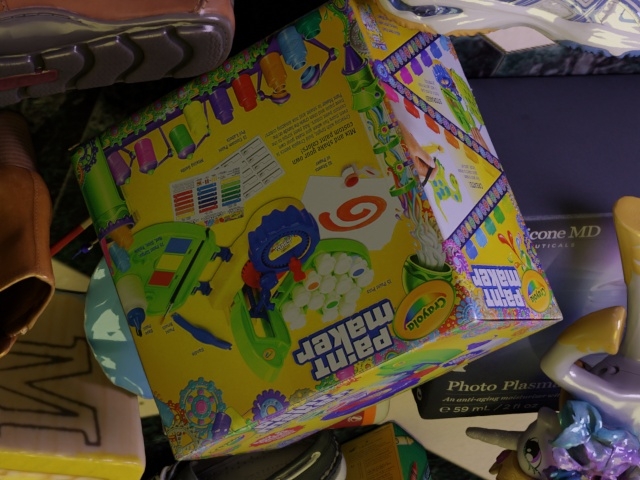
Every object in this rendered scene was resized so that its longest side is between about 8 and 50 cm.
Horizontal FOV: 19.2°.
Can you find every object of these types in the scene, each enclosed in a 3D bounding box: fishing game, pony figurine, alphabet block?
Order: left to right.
[{"bbox_3d":[-0.290,0.176,1.799,0.193,0.197,0.192,8,137,-22],"label":"alphabet block"},{"bbox_3d":[-0.132,0.056,1.747,0.189,0.041,0.264,-40,118,-7],"label":"fishing game"},{"bbox_3d":[0.326,0.166,1.643,0.351,0.302,0.363,25,139,4],"label":"pony figurine"}]

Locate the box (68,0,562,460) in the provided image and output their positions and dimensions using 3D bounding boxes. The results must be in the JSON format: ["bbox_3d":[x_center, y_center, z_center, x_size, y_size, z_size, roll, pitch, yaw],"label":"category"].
[{"bbox_3d":[-0.007,-0.005,1.536,0.290,0.279,0.177,-26,166,26],"label":"box"}]

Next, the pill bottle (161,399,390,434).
[{"bbox_3d":[-0.049,0.132,1.866,0.221,0.121,0.121,-5,141,-8],"label":"pill bottle"}]

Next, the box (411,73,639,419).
[{"bbox_3d":[0.237,0.008,1.745,0.296,0.182,0.294,-3,139,-11],"label":"box"}]

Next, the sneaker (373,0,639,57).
[{"bbox_3d":[0.186,-0.219,1.408,0.297,0.112,0.131,0,137,-8],"label":"sneaker"}]

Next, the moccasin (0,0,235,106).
[{"bbox_3d":[-0.257,-0.186,1.432,0.380,0.147,0.139,-11,155,-7],"label":"moccasin"}]

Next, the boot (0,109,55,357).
[{"bbox_3d":[-0.338,0.039,1.610,0.295,0.211,0.104,-37,134,28],"label":"boot"}]

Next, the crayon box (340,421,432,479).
[{"bbox_3d":[-0.005,0.336,2.089,0.278,0.165,0.081,-27,139,18],"label":"crayon box"}]

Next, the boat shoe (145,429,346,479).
[{"bbox_3d":[-0.124,0.264,2.025,0.303,0.114,0.091,-25,141,-3],"label":"boat shoe"}]
